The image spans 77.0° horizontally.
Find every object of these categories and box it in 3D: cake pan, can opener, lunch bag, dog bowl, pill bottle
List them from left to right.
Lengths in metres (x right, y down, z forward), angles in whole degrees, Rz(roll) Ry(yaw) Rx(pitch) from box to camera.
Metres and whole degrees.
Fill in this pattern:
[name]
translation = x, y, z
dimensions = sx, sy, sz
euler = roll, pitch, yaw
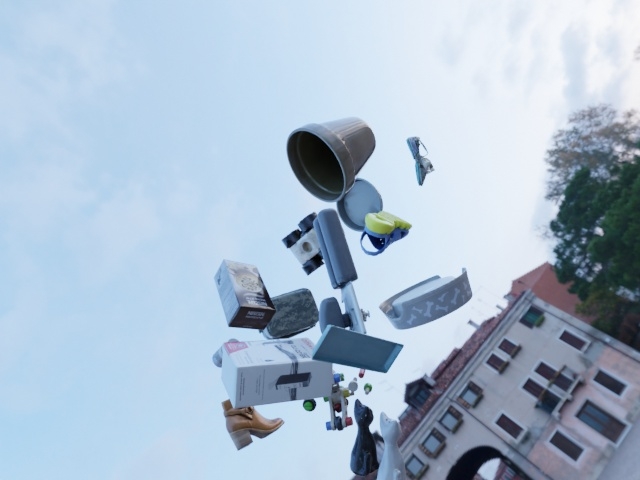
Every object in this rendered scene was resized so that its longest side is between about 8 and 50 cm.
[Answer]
[pill bottle]
translation = -0.404, 0.485, 1.740
dimensions = 0.078, 0.078, 0.137
euler = 5, -43, -47
[lunch bag]
translation = -0.170, 0.399, 2.103
dimensions = 0.305, 0.212, 0.256
euler = -16, -17, -20
[can opener]
translation = 0.030, 0.071, 0.803
dimensions = 0.093, 0.280, 0.074
euler = -5, -19, -19
[cake pan]
translation = 0.213, -0.193, 2.157
dimensions = 0.054, 0.293, 0.293
euler = -19, -51, -48
[dog bowl]
translation = 0.391, 0.216, 1.475
dimensions = 0.349, 0.102, 0.349
euler = -26, -4, -2

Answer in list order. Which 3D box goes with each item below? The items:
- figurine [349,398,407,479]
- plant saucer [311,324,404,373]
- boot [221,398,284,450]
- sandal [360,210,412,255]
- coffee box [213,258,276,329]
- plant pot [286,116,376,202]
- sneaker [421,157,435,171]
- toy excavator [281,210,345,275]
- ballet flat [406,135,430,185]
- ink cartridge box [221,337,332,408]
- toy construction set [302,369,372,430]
[figurine]
translation = 0.167, 0.595, 1.180
dimensions = 0.092, 0.215, 0.209
euler = 0, -94, -30
[plant saucer]
translation = 0.068, 0.190, 0.704
dimensions = 0.192, 0.018, 0.067
euler = 24, -79, -36
[boot]
translation = -0.212, 0.551, 1.275
dimensions = 0.197, 0.152, 0.073
euler = 2, -39, -50
[sandal]
translation = 0.225, -0.025, 1.436
dimensions = 0.317, 0.126, 0.138
euler = -7, -58, -57
[coffee box]
translation = -0.322, 0.224, 1.686
dimensions = 0.168, 0.297, 0.118
euler = 15, -63, -37
[plant pot]
translation = 0.071, -0.360, 1.639
dimensions = 0.280, 0.323, 0.323
euler = -38, -42, -28
[sneaker]
translation = 0.512, -0.371, 2.008
dimensions = 0.064, 0.086, 0.192
euler = -27, -2, 33
[toy excavator]
translation = 0.000, 0.000, 2.080
dimensions = 0.433, 0.222, 0.445
euler = -40, -5, 38
[ballet flat]
translation = 0.224, -0.179, 0.897
dimensions = 0.041, 0.041, 0.114
euler = -13, -92, -40
[ink cartridge box]
translation = -0.124, 0.361, 1.134
dimensions = 0.273, 0.197, 0.114
euler = 3, -86, -24
[toy construction set]
translation = 0.094, 0.631, 1.744
dimensions = 0.309, 0.257, 0.237
euler = -41, -4, 14
